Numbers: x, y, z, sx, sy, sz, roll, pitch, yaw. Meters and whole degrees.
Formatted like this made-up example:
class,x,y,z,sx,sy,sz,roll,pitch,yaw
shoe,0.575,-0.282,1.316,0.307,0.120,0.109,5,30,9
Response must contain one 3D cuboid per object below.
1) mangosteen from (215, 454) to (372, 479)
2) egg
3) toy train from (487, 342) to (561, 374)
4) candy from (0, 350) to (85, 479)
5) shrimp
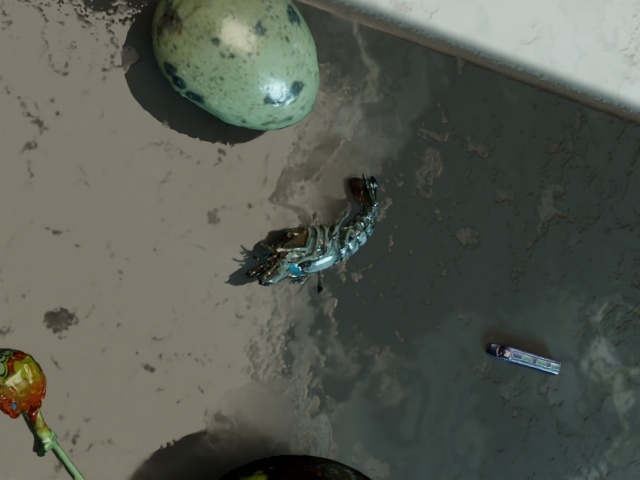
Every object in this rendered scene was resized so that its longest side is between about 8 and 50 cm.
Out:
class,x,y,z,sx,sy,sz,roll,pitch,yaw
mangosteen,-0.019,0.338,1.247,0.288,0.288,0.288,1,88,-19
egg,-0.078,-0.182,1.297,0.182,0.141,0.141,41,76,-18
toy train,0.218,0.127,1.451,0.083,0.017,0.017,17,82,-17
candy,-0.252,0.189,1.281,0.060,0.060,0.201,-35,107,-16
shrimp,0.004,0.003,1.352,0.174,0.082,0.076,-37,95,-23
